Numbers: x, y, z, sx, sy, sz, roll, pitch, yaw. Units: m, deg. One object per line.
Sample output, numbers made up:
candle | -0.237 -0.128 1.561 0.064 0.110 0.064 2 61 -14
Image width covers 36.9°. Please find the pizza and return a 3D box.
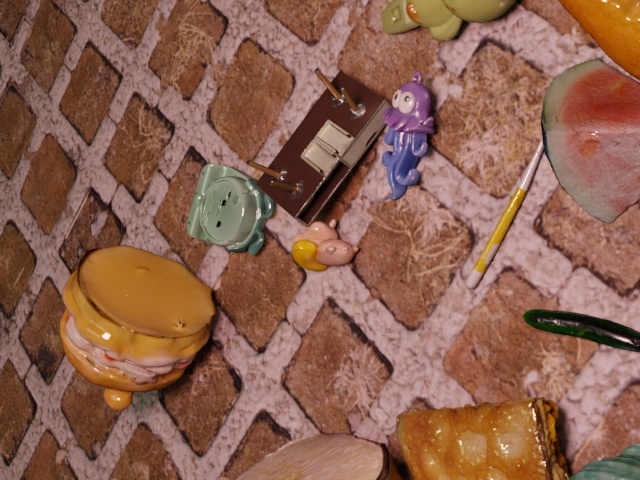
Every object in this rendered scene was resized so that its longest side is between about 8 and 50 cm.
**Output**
pizza | 0.226 0.349 1.315 0.268 0.087 0.257 -14 78 42

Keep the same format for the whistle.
whistle | 0.178 -0.372 1.435 0.294 0.141 0.141 -12 75 43

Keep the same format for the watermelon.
watermelon | 0.387 -0.143 1.267 0.202 0.136 0.207 15 62 8

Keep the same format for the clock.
clock | -0.161 -0.054 1.758 0.189 0.060 0.148 21 98 42

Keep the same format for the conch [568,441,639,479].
conch | 0.383 0.332 1.135 0.196 0.134 0.202 16 101 13

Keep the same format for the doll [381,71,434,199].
doll | 0.134 -0.160 1.495 0.110 0.067 0.205 26 112 52

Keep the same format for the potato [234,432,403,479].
potato | 0.020 0.479 1.401 0.397 0.290 0.296 -17 100 60

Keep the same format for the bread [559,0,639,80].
bread | 0.375 -0.355 1.174 0.183 0.236 0.388 -46 56 27

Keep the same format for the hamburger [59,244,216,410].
hamburger | -0.350 0.169 1.772 0.276 0.276 0.236 51 126 36

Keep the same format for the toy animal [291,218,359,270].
toy animal | 0.000 0.000 1.585 0.114 0.091 0.082 -14 60 43

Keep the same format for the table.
table | -0.012 -0.164 1.558 0.240 0.111 0.121 -53 50 4

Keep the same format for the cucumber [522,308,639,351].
cucumber | 0.351 0.115 1.267 0.184 0.033 0.036 10 73 42

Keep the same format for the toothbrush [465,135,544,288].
toothbrush | 0.279 -0.053 1.367 0.024 0.021 0.288 44 114 49
